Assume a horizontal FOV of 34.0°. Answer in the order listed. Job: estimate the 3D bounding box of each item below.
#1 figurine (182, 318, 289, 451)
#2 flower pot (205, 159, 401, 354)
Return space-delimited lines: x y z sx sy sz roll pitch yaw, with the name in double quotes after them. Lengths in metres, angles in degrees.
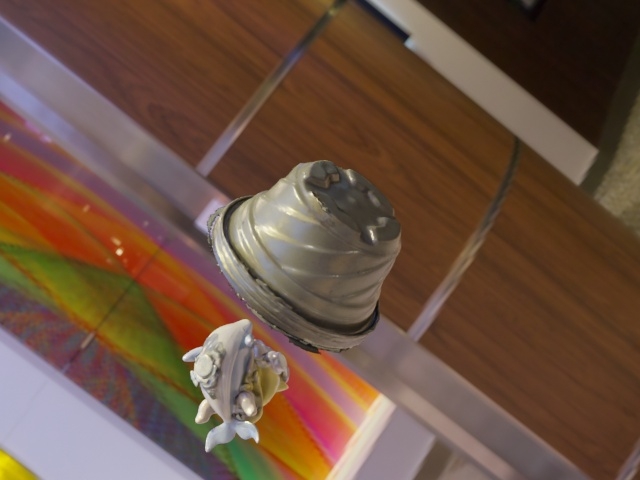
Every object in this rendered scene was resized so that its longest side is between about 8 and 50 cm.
-0.123 0.214 1.573 0.128 0.184 0.209 -14 59 28 "figurine"
0.000 0.000 1.193 0.140 0.235 0.235 -52 5 28 "flower pot"
